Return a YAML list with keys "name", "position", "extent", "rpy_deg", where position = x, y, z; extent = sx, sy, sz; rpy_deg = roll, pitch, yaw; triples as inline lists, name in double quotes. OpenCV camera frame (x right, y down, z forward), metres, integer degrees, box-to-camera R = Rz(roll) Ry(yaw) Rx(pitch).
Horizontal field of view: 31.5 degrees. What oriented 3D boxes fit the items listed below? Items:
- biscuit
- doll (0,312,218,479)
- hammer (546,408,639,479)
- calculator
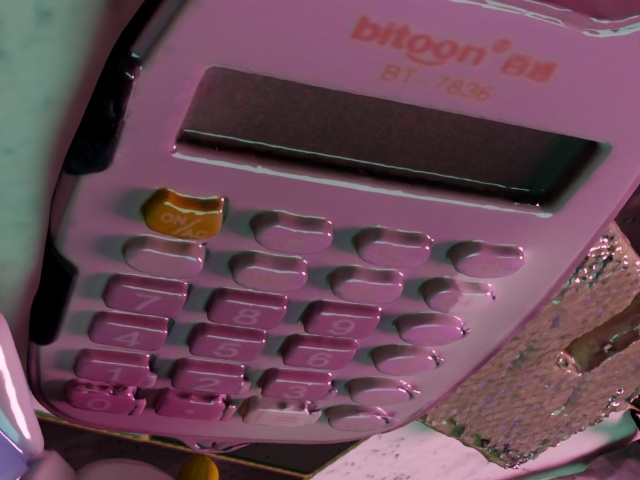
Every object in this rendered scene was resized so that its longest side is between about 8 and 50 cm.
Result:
- name: "biscuit"
  position: [0.111, 0.049, 0.585]
  extent: [0.147, 0.046, 0.250]
  rpy_deg: [-34, 147, 14]
- name: "doll"
  position: [-0.120, 0.103, 0.411]
  extent: [0.241, 0.135, 0.099]
  rpy_deg: [20, 153, -18]
- name: "hammer"
  position: [0.064, 0.205, 0.781]
  extent: [0.427, 0.044, 0.152]
  rpy_deg: [-10, 143, -23]
- name: "calculator"
  position: [-0.001, -0.001, 0.413]
  extent: [0.194, 0.043, 0.294]
  rpy_deg: [7, 139, -22]
